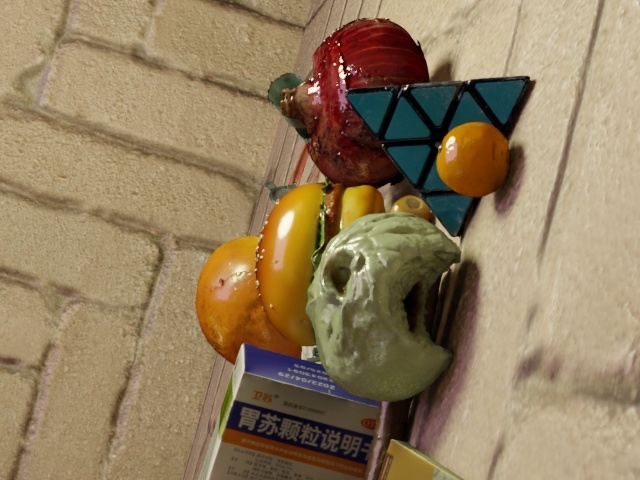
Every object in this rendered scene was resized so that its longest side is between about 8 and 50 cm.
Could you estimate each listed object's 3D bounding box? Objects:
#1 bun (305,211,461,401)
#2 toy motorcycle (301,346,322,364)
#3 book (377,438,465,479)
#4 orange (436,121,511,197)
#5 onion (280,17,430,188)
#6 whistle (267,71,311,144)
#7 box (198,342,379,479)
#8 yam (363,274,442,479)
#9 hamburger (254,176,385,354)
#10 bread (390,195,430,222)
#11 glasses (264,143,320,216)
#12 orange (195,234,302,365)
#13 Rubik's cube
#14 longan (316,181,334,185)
[{"bbox_3d":[0.061,0.066,1.259,0.204,0.127,0.212,-40,51,31],"label":"bun"},{"bbox_3d":[0.002,0.167,1.697,0.221,0.102,0.150,-88,-4,-65],"label":"toy motorcycle"},{"bbox_3d":[0.088,0.345,1.082,0.389,0.032,0.268,171,116,-79],"label":"book"},{"bbox_3d":[0.163,-0.087,1.218,0.083,0.084,0.083,-164,90,-80],"label":"orange"},{"bbox_3d":[0.049,-0.193,1.629,0.252,0.219,0.252,-174,90,-80],"label":"onion"},{"bbox_3d":[0.010,-0.159,1.811,0.312,0.062,0.062,45,-129,-54],"label":"whistle"},{"bbox_3d":[-0.044,0.299,1.404,0.106,0.200,0.299,-108,35,-76],"label":"box"},{"bbox_3d":[0.090,0.179,1.313,0.045,0.045,0.326,34,-112,-69],"label":"yam"},{"bbox_3d":[0.000,0.035,1.528,0.246,0.170,0.246,2,-90,-86],"label":"hamburger"},{"bbox_3d":[0.107,-0.004,1.477,0.062,0.049,0.103,-29,-38,-58],"label":"bread"},{"bbox_3d":[-0.026,-0.167,2.317,0.234,0.118,0.268,-97,25,-70],"label":"glasses"},{"bbox_3d":[-0.089,0.102,1.892,0.240,0.240,0.240,-164,90,-80],"label":"orange"},{"bbox_3d":[0.113,-0.152,1.332,0.190,0.178,0.211,-86,16,-63],"label":"Rubik's cube"},{"bbox_3d":[0.000,0.000,1.734,0.189,0.189,0.189,-164,90,-80],"label":"longan"}]
